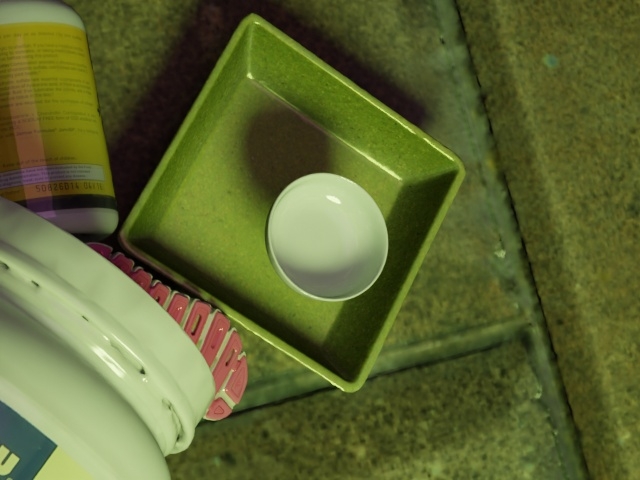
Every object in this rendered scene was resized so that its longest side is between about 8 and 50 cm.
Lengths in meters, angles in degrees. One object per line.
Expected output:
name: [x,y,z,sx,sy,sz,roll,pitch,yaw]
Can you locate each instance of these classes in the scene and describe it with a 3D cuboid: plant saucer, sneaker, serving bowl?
plant saucer: [-0.021,-0.021,1.049,0.188,0.045,0.188,34,67,-15]
sneaker: [-0.114,0.054,0.982,0.170,0.075,0.063,40,68,-38]
serving bowl: [0.000,0.000,1.012,0.083,0.027,0.083,6,76,-25]

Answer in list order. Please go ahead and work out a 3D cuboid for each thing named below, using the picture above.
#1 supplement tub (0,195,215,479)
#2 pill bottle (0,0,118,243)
supplement tub: [-0.223,0.154,0.809,0.235,0.235,0.324,40,66,-13]
pill bottle: [-0.185,-0.085,0.952,0.103,0.103,0.184,-7,83,-26]
